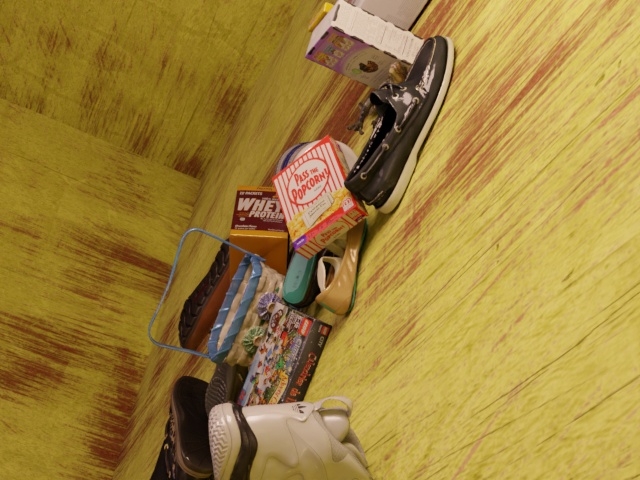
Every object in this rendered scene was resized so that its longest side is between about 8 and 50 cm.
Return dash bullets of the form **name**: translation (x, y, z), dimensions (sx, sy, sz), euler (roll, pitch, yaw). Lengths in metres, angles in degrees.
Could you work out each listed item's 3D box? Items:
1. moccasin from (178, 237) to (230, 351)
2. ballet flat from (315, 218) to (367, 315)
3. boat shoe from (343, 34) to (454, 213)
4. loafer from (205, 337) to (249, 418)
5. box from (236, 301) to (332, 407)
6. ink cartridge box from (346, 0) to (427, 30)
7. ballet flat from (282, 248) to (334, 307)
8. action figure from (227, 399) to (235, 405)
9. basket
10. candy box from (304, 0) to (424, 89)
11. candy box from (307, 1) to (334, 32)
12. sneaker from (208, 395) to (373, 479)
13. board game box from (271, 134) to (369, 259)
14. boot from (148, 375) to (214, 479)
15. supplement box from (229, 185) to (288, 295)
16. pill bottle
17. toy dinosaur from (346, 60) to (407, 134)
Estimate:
- **moccasin**: translation (-0.279, 0.162, 2.451), dimensions (0.380, 0.146, 0.139), euler (-59, 31, 16)
- **ballet flat**: translation (0.037, 0.029, 1.622), dimensions (0.080, 0.073, 0.232), euler (126, 160, -48)
- **boat shoe**: translation (0.133, -0.224, 1.572), dimensions (0.340, 0.113, 0.127), euler (-67, 15, 1)
- **loafer**: translation (-0.199, 0.324, 2.041), dimensions (0.094, 0.087, 0.251), euler (29, 109, 49)
- **box**: translation (-0.075, 0.246, 1.681), dimensions (0.159, 0.044, 0.233), euler (16, 83, 60)
- **ink cartridge box**: translation (0.179, -0.608, 1.933), dimensions (0.309, 0.130, 0.272), euler (-53, 20, 43)
- **ballet flat**: translation (0.000, 0.000, 1.743), dimensions (0.096, 0.095, 0.281), euler (5, -69, -59)
- **action figure**: translation (-0.155, 0.378, 1.830), dimensions (0.232, 0.063, 0.137), euler (-15, 51, 67)
- **basket**: translation (-0.188, 0.132, 1.837), dimensions (0.201, 0.288, 0.255), euler (-151, 80, -80)
- **candy box**: translation (0.089, -0.396, 1.812), dimensions (0.165, 0.196, 0.070), euler (-28, 43, 67)
- **candy box**: translation (0.085, -0.437, 1.869), dimensions (0.105, 0.205, 0.027), euler (155, 132, -69)
- **sneaker**: translation (-0.028, 0.383, 1.241), dimensions (0.137, 0.210, 0.366), euler (-115, 15, -71)
- **board game box**: translation (-0.004, -0.082, 1.645), dimensions (0.146, 0.045, 0.194), euler (-37, 48, 19)
- **boot**: translation (-0.345, 0.529, 2.143), dimensions (0.284, 0.138, 0.377), euler (-63, 21, 18)
- **supplement box**: translation (-0.137, 0.006, 2.034), dimensions (0.194, 0.129, 0.191), euler (-88, 2, -53)
- **pill bottle**: translation (-0.014, -0.138, 1.889), dimensions (0.153, 0.153, 0.264), euler (-68, 14, -1)
- **toy dinosaur**: translation (0.115, -0.279, 1.830), dimensions (0.118, 0.064, 0.268), euler (-65, 11, -18)
